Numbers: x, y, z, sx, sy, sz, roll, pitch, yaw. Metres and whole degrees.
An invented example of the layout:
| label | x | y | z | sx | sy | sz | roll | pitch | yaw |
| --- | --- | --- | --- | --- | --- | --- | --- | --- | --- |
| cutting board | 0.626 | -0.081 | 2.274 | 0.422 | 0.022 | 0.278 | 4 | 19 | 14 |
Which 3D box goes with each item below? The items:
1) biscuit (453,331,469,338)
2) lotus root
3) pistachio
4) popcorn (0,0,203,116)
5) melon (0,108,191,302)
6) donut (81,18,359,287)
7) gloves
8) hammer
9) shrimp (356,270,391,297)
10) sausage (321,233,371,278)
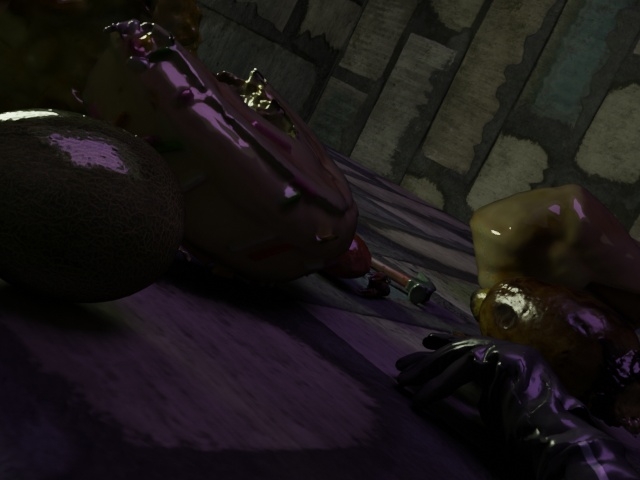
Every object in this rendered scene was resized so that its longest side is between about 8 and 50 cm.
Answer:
| label | x | y | z | sx | sy | sz | roll | pitch | yaw |
| --- | --- | --- | --- | --- | --- | --- | --- | --- | --- |
| biscuit | 0.178 | 0.137 | 0.980 | 0.064 | 0.034 | 0.199 | 28 | 2 | 7 |
| lotus root | 0.307 | 0.127 | 1.122 | 0.169 | 0.141 | 0.314 | 24 | 8 | -41 |
| pistachio | 0.473 | 0.043 | 1.615 | 0.446 | 0.281 | 0.365 | 14 | 19 | -37 |
| popcorn | -0.301 | -0.242 | 1.045 | 0.312 | 0.312 | 0.312 | 26 | 9 | -4 |
| melon | -0.178 | -0.022 | 0.624 | 0.192 | 0.139 | 0.139 | 22 | 10 | -28 |
| donut | -0.093 | -0.082 | 0.955 | 0.307 | 0.150 | 0.371 | 50 | 13 | 10 |
| gloves | 0.175 | 0.157 | 0.770 | 0.285 | 0.119 | 0.142 | 33 | -20 | 52 |
| hammer | 0.055 | 0.020 | 1.364 | 0.288 | 0.033 | 0.111 | 29 | 10 | 17 |
| shrimp | 0.079 | 0.060 | 1.185 | 0.029 | 0.038 | 0.092 | 29 | 9 | 20 |
| sausage | 0.000 | 0.000 | 1.202 | 0.077 | 0.077 | 0.194 | 19 | 10 | -41 |
